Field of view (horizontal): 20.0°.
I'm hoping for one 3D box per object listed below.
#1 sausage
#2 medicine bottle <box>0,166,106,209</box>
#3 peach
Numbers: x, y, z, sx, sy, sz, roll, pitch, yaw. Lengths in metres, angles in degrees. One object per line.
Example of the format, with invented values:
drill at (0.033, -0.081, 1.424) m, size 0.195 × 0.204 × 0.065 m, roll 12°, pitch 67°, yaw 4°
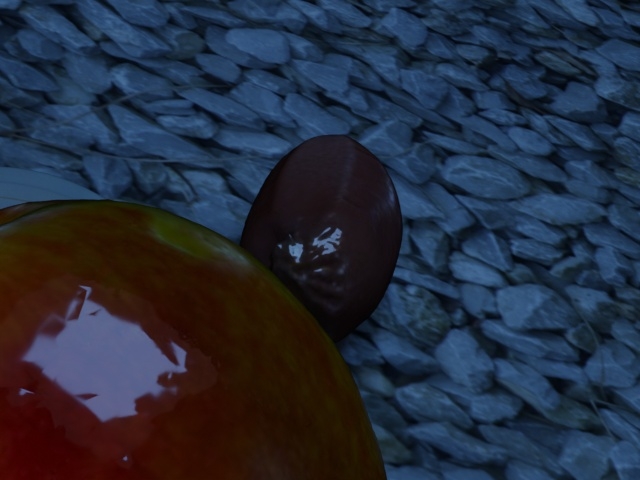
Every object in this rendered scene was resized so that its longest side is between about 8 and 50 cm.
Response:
sausage at (0.000, 0.000, 1.601) m, size 0.148 × 0.148 × 0.254 m, roll 23°, pitch 35°, yaw 0°
medicine bottle at (-0.232, 0.075, 1.331) m, size 0.179 × 0.124 × 0.324 m, roll 16°, pitch 28°, yaw -11°
peach at (-0.141, 0.167, 1.009) m, size 0.388 × 0.388 × 0.388 m, roll 17°, pitch 30°, yaw -10°
